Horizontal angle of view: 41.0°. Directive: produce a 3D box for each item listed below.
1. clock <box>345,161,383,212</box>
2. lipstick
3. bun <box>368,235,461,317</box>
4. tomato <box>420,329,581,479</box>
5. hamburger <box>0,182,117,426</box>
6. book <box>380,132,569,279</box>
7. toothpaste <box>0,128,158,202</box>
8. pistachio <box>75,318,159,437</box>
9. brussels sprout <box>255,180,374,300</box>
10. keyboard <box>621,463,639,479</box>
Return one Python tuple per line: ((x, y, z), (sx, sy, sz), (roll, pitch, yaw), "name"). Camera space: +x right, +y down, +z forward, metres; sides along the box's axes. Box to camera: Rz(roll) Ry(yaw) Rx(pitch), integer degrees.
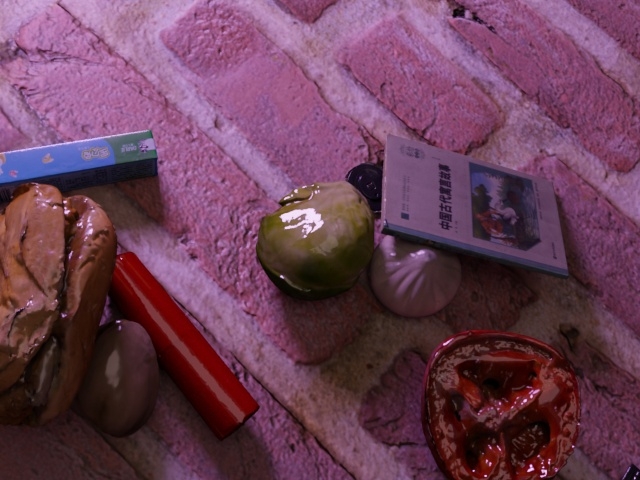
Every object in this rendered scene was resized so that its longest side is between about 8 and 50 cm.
((0.077, -0.080, 1.301), (0.074, 0.010, 0.083), (-27, 77, -19), "clock")
((-0.193, 0.136, 1.138), (0.073, 0.073, 0.280), (-37, 81, -21), "lipstick")
((0.143, 0.038, 1.229), (0.138, 0.094, 0.138), (5, 69, -13), "bun")
((0.233, 0.232, 1.176), (0.227, 0.101, 0.228), (1, 77, -5), "tomato")
((-0.341, 0.081, 1.030), (0.144, 0.259, 0.283), (24, 71, -32), "hamburger")
((0.226, -0.051, 1.272), (0.282, 0.025, 0.215), (14, 44, -8), "book")
((-0.363, -0.100, 1.193), (0.266, 0.065, 0.050), (-12, 70, -15), "toothpaste")
((-0.258, 0.174, 1.085), (0.113, 0.113, 0.149), (13, 90, -7), "pistachio")
((0.004, 0.006, 1.197), (0.183, 0.131, 0.145), (-27, 56, -18), "brussels sprout")
((0.410, 0.408, 1.191), (0.063, 0.010, 0.198), (39, 68, 2), "keyboard")
